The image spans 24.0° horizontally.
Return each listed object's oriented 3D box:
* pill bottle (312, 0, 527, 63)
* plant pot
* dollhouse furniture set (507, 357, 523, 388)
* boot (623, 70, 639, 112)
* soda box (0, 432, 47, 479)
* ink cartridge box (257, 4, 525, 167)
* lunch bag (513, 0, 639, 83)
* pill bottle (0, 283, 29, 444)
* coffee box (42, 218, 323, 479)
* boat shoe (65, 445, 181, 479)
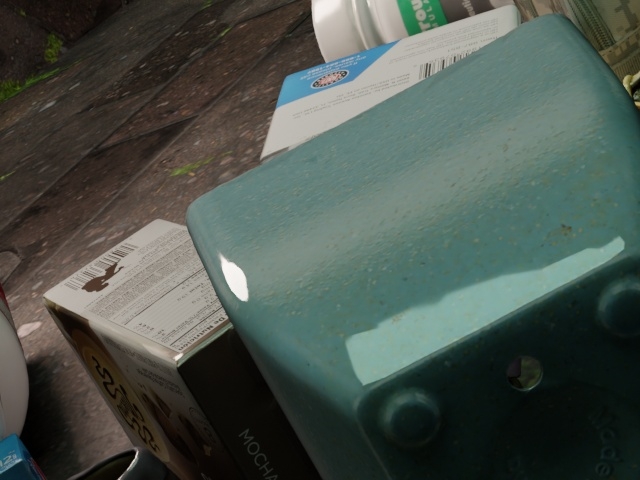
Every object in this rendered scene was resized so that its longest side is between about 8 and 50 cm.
[{"bbox_3d":[0.185,-0.269,1.591,0.361,0.204,0.204,-17,21,32],"label":"pill bottle"},{"bbox_3d":[0.097,0.062,0.761,0.247,0.248,0.252,-28,17,2],"label":"plant pot"},{"bbox_3d":[0.153,0.100,0.969,0.114,0.091,0.081,-1,-17,13],"label":"dollhouse furniture set"},{"bbox_3d":[0.182,-0.077,0.920,0.203,0.262,0.095,-7,36,-14],"label":"boot"},{"bbox_3d":[-0.306,0.240,1.163,0.210,0.071,0.067,-32,19,-9],"label":"soda box"},{"bbox_3d":[0.074,-0.050,1.214,0.223,0.129,0.307,-15,27,15],"label":"ink cartridge box"},{"bbox_3d":[0.284,-0.229,1.067,0.305,0.212,0.256,-27,36,7],"label":"lunch bag"},{"bbox_3d":[-0.387,0.115,1.365,0.229,0.229,0.407,-31,19,-7],"label":"pill bottle"},{"bbox_3d":[-0.067,0.095,1.052,0.119,0.168,0.297,-35,20,-19],"label":"coffee box"},{"bbox_3d":[-0.214,0.217,1.058,0.285,0.092,0.103,-22,20,20],"label":"boat shoe"}]
